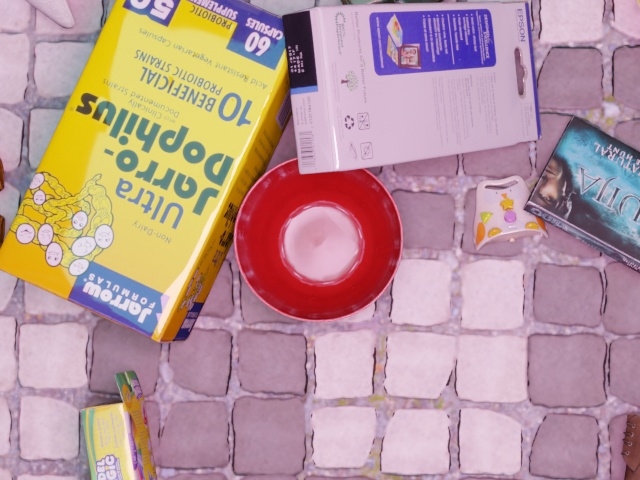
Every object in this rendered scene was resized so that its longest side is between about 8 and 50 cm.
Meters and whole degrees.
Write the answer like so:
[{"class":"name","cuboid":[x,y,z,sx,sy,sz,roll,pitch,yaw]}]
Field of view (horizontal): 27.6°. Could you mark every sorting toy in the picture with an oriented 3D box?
[{"class":"sorting toy","cuboid":[0.209,-0.036,1.465,0.083,0.045,0.075,-11,66,2]}]

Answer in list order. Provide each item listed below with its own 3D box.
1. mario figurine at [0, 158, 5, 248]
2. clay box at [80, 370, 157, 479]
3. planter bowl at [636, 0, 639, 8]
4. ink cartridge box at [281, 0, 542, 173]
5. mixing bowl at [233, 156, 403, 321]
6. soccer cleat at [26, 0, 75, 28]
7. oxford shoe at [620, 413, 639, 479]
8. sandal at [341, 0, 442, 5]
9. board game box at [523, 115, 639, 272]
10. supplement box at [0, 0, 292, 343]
[{"class":"mario figurine","cuboid":[-0.516,-0.036,1.423,0.320,0.170,0.198,-3,51,-5]},{"class":"clay box","cuboid":[-0.212,0.255,1.414,0.053,0.127,0.222,-11,85,1]},{"class":"planter bowl","cuboid":[0.443,-0.293,1.442,0.217,0.090,0.217,0,87,2]},{"class":"ink cartridge box","cuboid":[0.106,-0.168,1.385,0.333,0.065,0.165,-10,95,-42]},{"class":"mixing bowl","cuboid":[0.000,0.000,1.437,0.181,0.098,0.181,0,87,3]},{"class":"soccer cleat","cuboid":[-0.205,-0.371,1.479,0.331,0.116,0.143,-37,101,2]},{"class":"oxford shoe","cuboid":[0.360,0.241,1.424,0.096,0.083,0.227,39,88,23]},{"class":"sandal","cuboid":[0.120,-0.307,1.479,0.219,0.060,0.090,-35,85,-15]},{"class":"board game box","cuboid":[0.333,-0.042,1.442,0.186,0.026,0.126,29,68,4]},{"class":"supplement box","cuboid":[-0.169,-0.089,1.403,0.194,0.195,0.356,24,88,4]}]
